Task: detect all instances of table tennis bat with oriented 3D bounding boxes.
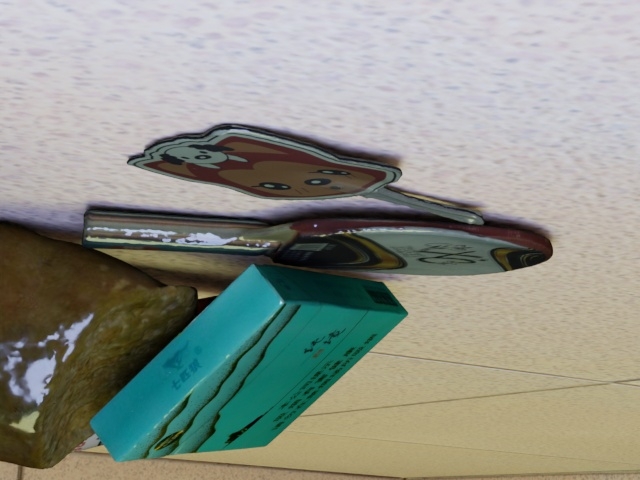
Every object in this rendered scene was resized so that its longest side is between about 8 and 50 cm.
[{"bbox_3d":[0.000,0.000,1.003,0.301,0.022,0.173,3,171,-9],"label":"table tennis bat"}]

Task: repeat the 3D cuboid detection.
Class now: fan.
[{"bbox_3d":[0.006,-0.032,0.872,0.220,0.009,0.132,12,168,-32],"label":"fan"}]

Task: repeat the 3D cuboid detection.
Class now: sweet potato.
[{"bbox_3d":[-0.271,0.055,1.034,0.369,0.158,0.158,12,168,-4],"label":"sweet potato"}]

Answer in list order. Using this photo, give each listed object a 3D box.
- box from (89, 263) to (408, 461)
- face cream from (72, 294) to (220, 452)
[{"bbox_3d":[-0.043,0.087,1.103,0.161,0.042,0.226,-45,160,14],"label":"box"},{"bbox_3d":[-0.137,0.101,1.206,0.214,0.096,0.096,-10,178,-34],"label":"face cream"}]
